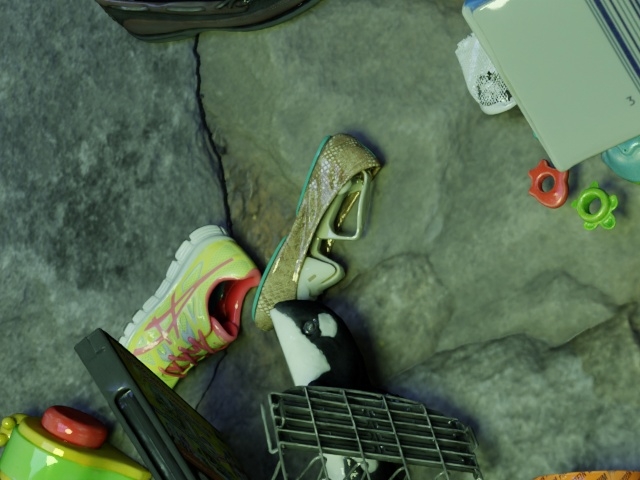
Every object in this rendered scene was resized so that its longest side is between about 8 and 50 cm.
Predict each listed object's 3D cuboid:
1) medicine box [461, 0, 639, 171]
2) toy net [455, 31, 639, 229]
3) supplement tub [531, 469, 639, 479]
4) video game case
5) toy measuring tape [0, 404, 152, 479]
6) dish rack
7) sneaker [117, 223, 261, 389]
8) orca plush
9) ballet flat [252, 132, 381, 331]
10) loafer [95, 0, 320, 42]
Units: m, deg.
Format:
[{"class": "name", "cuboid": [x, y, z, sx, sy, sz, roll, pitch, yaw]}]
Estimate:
[{"class": "medicine box", "cuboid": [0.271, -0.219, 1.005, 0.263, 0.289, 0.149, -26, 110, 27]}, {"class": "toy net", "cuboid": [0.201, -0.104, 1.183, 0.232, 0.045, 0.122, 40, 104, 36]}, {"class": "supplement tub", "cuboid": [0.214, 0.276, 1.033, 0.117, 0.117, 0.190, -12, 71, 32]}, {"class": "video game case", "cuboid": [-0.089, 0.221, 1.165, 0.035, 0.275, 0.248, -37, 58, -2]}, {"class": "toy measuring tape", "cuboid": [-0.224, 0.250, 1.346, 0.330, 0.121, 0.121, 25, 93, 36]}, {"class": "dish rack", "cuboid": [0.051, 0.229, 1.046, 0.271, 0.208, 0.074, -105, 35, -48]}, {"class": "sneaker", "cuboid": [-0.130, 0.091, 1.341, 0.094, 0.081, 0.208, 32, 97, 34]}, {"class": "orca plush", "cuboid": [0.048, 0.175, 1.185, 0.102, 0.151, 0.287, -19, 61, -4]}, {"class": "ballet flat", "cuboid": [0.000, 0.000, 1.283, 0.067, 0.073, 0.206, 24, 96, 22]}, {"class": "loafer", "cuboid": [-0.109, -0.275, 1.406, 0.302, 0.095, 0.109, -10, 73, 33]}]
